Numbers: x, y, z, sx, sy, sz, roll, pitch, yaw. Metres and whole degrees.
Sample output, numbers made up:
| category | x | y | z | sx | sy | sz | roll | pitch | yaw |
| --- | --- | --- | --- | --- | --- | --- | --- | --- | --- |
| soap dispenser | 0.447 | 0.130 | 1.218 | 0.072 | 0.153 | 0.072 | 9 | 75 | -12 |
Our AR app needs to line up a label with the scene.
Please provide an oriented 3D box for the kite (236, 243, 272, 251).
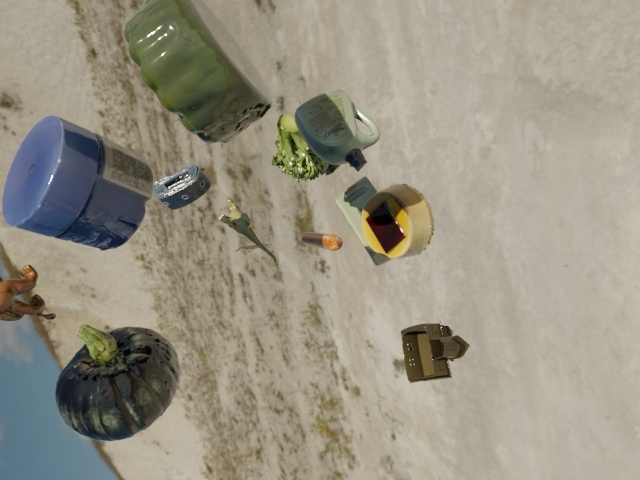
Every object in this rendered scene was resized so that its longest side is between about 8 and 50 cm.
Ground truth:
| category | x | y | z | sx | sy | sz | roll | pitch | yaw |
| --- | --- | --- | --- | --- | --- | --- | --- | --- | --- |
| kite | -0.297 | 0.032 | 2.029 | 0.229 | 0.127 | 0.016 | -14 | 77 | 62 |

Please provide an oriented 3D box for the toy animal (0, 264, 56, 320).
| category | x | y | z | sx | sy | sz | roll | pitch | yaw |
| --- | --- | --- | --- | --- | --- | --- | --- | --- | --- |
| toy animal | -0.702 | 0.078 | 0.962 | 0.312 | 0.157 | 0.097 | 42 | 120 | -7 |

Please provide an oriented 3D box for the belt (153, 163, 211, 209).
| category | x | y | z | sx | sy | sz | roll | pitch | yaw |
| --- | --- | --- | --- | --- | --- | --- | --- | --- | --- |
| belt | -0.562 | -0.222 | 1.910 | 0.128 | 0.218 | 0.122 | 57 | -172 | -53 |

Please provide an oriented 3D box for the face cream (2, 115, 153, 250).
| category | x | y | z | sx | sy | sz | roll | pitch | yaw |
| --- | --- | --- | --- | --- | --- | --- | --- | --- | --- |
| face cream | -0.529 | -0.117 | 1.053 | 0.249 | 0.225 | 0.249 | -14 | 66 | 35 |

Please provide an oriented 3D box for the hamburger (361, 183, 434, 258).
| category | x | y | z | sx | sy | sz | roll | pitch | yaw |
| --- | --- | --- | --- | --- | --- | --- | --- | --- | --- |
| hamburger | 0.292 | -0.071 | 1.781 | 0.302 | 0.170 | 0.302 | 20 | 117 | 46 |

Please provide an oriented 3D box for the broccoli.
| category | x | y | z | sx | sy | sz | roll | pitch | yaw |
| --- | --- | --- | --- | --- | --- | --- | --- | --- | --- |
| broccoli | -0.075 | -0.366 | 1.745 | 0.288 | 0.248 | 0.245 | 37 | 160 | 23 |

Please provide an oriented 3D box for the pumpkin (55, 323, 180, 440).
| category | x | y | z | sx | sy | sz | roll | pitch | yaw |
| --- | --- | --- | --- | --- | --- | --- | --- | --- | --- |
| pumpkin | -0.501 | 0.326 | 1.175 | 0.296 | 0.296 | 0.295 | 164 | 90 | -71 |

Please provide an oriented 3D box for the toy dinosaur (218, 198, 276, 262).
| category | x | y | z | sx | sy | sz | roll | pitch | yaw |
| --- | --- | --- | --- | --- | --- | --- | --- | --- | --- |
| toy dinosaur | -0.241 | -0.042 | 1.580 | 0.251 | 0.072 | 0.200 | 41 | 179 | 13 |

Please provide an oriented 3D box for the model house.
| category | x | y | z | sx | sy | sz | roll | pitch | yaw |
| --- | --- | --- | --- | --- | --- | --- | --- | --- | --- |
| model house | 0.461 | 0.410 | 1.777 | 0.204 | 0.243 | 0.211 | -26 | 65 | 47 |

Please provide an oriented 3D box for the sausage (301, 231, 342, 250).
| category | x | y | z | sx | sy | sz | roll | pitch | yaw |
| --- | --- | --- | --- | --- | --- | --- | --- | --- | --- |
| sausage | 0.000 | 0.000 | 1.646 | 0.348 | 0.053 | 0.053 | -170 | 65 | -70 |

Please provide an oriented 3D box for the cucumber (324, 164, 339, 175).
| category | x | y | z | sx | sy | sz | roll | pitch | yaw |
| --- | --- | --- | --- | --- | --- | --- | --- | --- | --- |
| cucumber | 0.026 | -0.374 | 2.217 | 0.115 | 0.085 | 0.193 | 14 | 152 | 39 |

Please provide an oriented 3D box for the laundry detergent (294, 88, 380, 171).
| category | x | y | z | sx | sy | sz | roll | pitch | yaw |
| --- | --- | --- | --- | --- | --- | --- | --- | --- | --- |
| laundry detergent | 0.068 | -0.328 | 1.454 | 0.280 | 0.215 | 0.105 | 52 | 161 | 26 |

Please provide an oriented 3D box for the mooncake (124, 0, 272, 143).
| category | x | y | z | sx | sy | sz | roll | pitch | yaw |
| --- | --- | --- | --- | --- | --- | --- | --- | --- | --- |
| mooncake | -0.286 | -0.406 | 1.123 | 0.356 | 0.194 | 0.356 | 51 | -167 | -17 |

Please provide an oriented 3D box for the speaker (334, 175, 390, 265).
| category | x | y | z | sx | sy | sz | roll | pitch | yaw |
| --- | --- | --- | --- | --- | --- | --- | --- | --- | --- |
| speaker | 0.231 | -0.088 | 2.141 | 0.406 | 0.184 | 0.183 | 61 | -176 | 37 |
